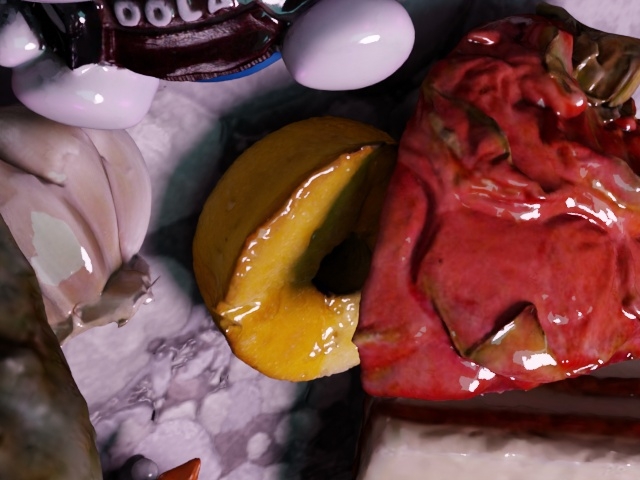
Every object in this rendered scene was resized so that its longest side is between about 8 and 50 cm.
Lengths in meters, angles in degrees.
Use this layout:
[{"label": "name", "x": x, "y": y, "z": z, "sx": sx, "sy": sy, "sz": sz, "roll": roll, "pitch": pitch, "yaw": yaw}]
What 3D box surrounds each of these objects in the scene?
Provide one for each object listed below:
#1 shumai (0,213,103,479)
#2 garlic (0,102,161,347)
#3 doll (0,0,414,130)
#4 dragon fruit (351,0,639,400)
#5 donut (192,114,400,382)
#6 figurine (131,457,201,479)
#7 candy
[{"label": "shumai", "x": -0.307, "y": 0.125, "z": 0.749, "sx": 0.395, "sy": 0.395, "sz": 0.348, "roll": -15, "pitch": 158, "yaw": -30}, {"label": "garlic", "x": -0.176, "y": -0.031, "z": 0.869, "sx": 0.131, "sy": 0.127, "sz": 0.194, "roll": -35, "pitch": 113, "yaw": 23}, {"label": "doll", "x": -0.091, "y": -0.193, "z": 0.714, "sx": 0.284, "sy": 0.240, "sz": 0.310, "roll": -21, "pitch": 156, "yaw": 12}, {"label": "dragon fruit", "x": 0.160, "y": -0.032, "z": 1.039, "sx": 0.317, "sy": 0.152, "sz": 0.205, "roll": -31, "pitch": 125, "yaw": -53}, {"label": "donut", "x": -0.001, "y": 0.001, "z": 1.056, "sx": 0.174, "sy": 0.074, "sz": 0.190, "roll": -53, "pitch": 143, "yaw": 7}, {"label": "figurine", "x": -0.090, "y": 0.247, "z": 1.117, "sx": 0.160, "sy": 0.183, "sz": 0.226, "roll": -59, "pitch": 142, "yaw": -57}, {"label": "candy", "x": 0.176, "y": 0.179, "z": 1.199, "sx": 0.320, "sy": 0.135, "sz": 0.179, "roll": 5, "pitch": 122, "yaw": 1}]
